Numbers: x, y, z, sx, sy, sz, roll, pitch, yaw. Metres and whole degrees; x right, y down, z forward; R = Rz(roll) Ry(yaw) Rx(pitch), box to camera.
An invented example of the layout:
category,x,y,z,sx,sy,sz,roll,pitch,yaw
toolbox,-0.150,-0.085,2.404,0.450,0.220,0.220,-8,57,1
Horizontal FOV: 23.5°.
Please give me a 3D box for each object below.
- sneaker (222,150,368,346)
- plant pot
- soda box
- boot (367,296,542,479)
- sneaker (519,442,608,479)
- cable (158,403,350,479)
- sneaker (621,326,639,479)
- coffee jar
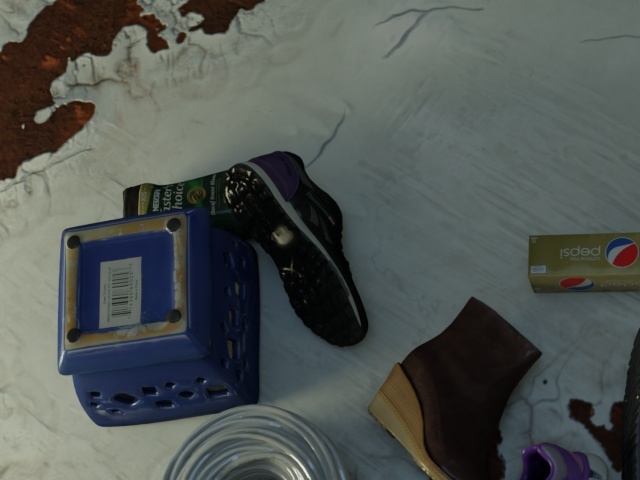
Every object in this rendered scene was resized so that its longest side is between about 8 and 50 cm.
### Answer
category,x,y,z,sx,sy,sz,roll,pitch,yaw
sneaker,0.000,0.000,2.025,0.124,0.107,0.283,-25,79,-42
plant pot,-0.217,0.092,1.987,0.236,0.212,0.236,-8,65,12
soda box,0.355,0.028,1.932,0.181,0.061,0.058,-1,67,16
boot,0.197,0.207,1.883,0.207,0.090,0.248,-44,59,-3
sneaker,0.248,0.335,1.783,0.095,0.104,0.236,-19,43,55
cable,-0.079,0.337,1.910,0.257,0.089,0.257,22,74,24
sneaker,0.426,0.246,1.807,0.131,0.112,0.319,4,70,0
coffee jar,-0.183,-0.039,2.109,0.184,0.079,0.096,-9,65,13
